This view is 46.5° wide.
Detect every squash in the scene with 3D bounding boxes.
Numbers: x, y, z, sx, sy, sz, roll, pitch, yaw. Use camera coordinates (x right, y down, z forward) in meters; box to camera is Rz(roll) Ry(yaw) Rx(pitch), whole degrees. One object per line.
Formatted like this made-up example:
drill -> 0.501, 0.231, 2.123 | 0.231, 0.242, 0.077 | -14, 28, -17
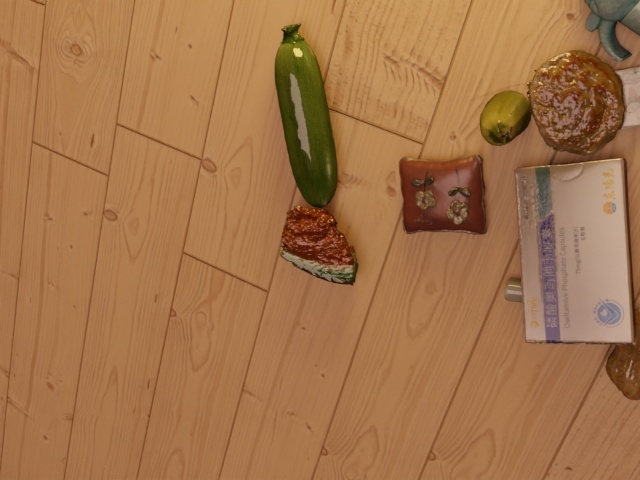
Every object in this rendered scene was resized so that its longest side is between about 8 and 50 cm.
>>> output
squash -> -0.031, -0.254, 1.575 | 0.107, 0.107, 0.395 | -3, 106, 25
squash -> 0.336, -0.213, 1.359 | 0.094, 0.224, 0.094 | 6, 110, 15

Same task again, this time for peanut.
peanut -> 0.608, 0.224, 1.465 | 0.089, 0.089, 0.193 | 1, 104, 24

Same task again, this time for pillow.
pillow -> 0.247, -0.090, 1.522 | 0.179, 0.075, 0.171 | 1, 109, 25

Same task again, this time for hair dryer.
hair dryer -> 0.426, 0.146, 1.545 | 0.082, 0.047, 0.137 | 5, 117, 24

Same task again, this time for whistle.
whistle -> 0.527, -0.417, 1.275 | 0.274, 0.093, 0.186 | 39, 145, 5

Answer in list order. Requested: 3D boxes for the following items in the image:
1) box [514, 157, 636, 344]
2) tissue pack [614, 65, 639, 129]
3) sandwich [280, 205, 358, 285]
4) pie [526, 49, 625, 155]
box -> 0.485, 0.023, 1.419 | 0.200, 0.065, 0.344 | -4, 93, 25
tissue pack -> 0.565, -0.259, 1.348 | 0.056, 0.023, 0.108 | -7, 105, 25
sandwich -> 0.008, 0.004, 1.651 | 0.184, 0.109, 0.160 | 18, 113, 12
pie -> 0.470, -0.250, 1.363 | 0.163, 0.079, 0.194 | -13, 101, 28
